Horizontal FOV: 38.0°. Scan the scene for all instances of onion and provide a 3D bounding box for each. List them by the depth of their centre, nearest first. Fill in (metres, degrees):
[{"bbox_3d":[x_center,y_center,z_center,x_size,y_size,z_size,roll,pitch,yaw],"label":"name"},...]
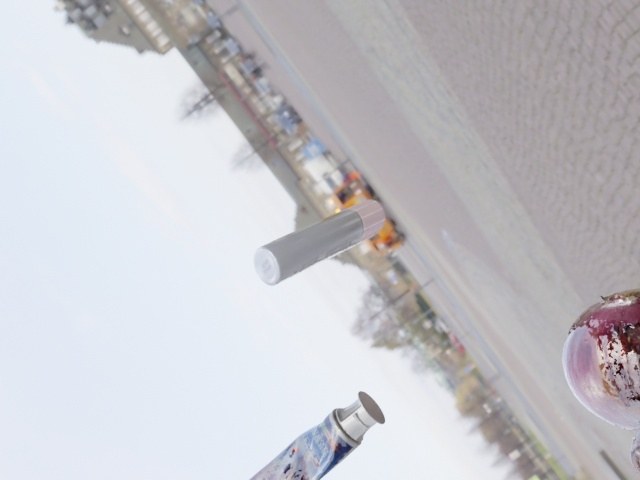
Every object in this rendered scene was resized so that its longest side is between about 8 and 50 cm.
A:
[{"bbox_3d":[0.670,0.282,1.853,0.348,0.348,0.385,-26,-78,-87],"label":"onion"}]

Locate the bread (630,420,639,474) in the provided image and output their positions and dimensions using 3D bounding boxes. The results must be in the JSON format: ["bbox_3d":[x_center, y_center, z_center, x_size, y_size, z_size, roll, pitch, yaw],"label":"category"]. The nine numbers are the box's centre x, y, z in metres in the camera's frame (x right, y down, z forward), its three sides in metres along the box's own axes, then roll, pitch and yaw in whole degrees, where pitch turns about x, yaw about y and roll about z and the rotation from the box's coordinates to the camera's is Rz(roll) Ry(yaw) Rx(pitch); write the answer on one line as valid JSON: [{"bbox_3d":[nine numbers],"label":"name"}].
[{"bbox_3d":[0.590,0.351,1.517,0.160,0.073,0.160,19,141,17],"label":"bread"}]

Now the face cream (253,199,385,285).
[{"bbox_3d":[0.000,0.000,1.315,0.057,0.198,0.084,59,146,7],"label":"face cream"}]

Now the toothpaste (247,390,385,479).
[{"bbox_3d":[-0.020,0.320,1.337,0.061,0.266,0.096,31,-158,-43],"label":"toothpaste"}]
